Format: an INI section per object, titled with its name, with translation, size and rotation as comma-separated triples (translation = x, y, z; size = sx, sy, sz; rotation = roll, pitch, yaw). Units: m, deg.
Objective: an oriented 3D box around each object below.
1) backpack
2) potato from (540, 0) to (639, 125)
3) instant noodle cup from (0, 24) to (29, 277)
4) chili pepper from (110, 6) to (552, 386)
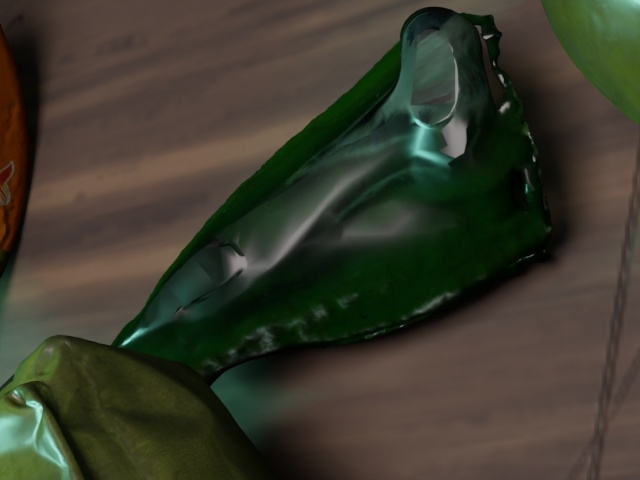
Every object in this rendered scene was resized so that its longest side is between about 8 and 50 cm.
[backpack]
translation = -0.098, 0.175, 0.694
size = 0.253, 0.140, 0.207
rotation = -48, 53, 22
[potato]
translation = 0.156, -0.101, 0.596
size = 0.200, 0.137, 0.154
rotation = 24, 60, 39
[instant noodle cup]
translation = -0.279, -0.043, 0.854
size = 0.182, 0.230, 0.230
rotation = -2, 74, 46
[chili pepper]
translation = 0.002, 0.000, 0.721
size = 0.216, 0.062, 0.108
rotation = -40, 56, 22
